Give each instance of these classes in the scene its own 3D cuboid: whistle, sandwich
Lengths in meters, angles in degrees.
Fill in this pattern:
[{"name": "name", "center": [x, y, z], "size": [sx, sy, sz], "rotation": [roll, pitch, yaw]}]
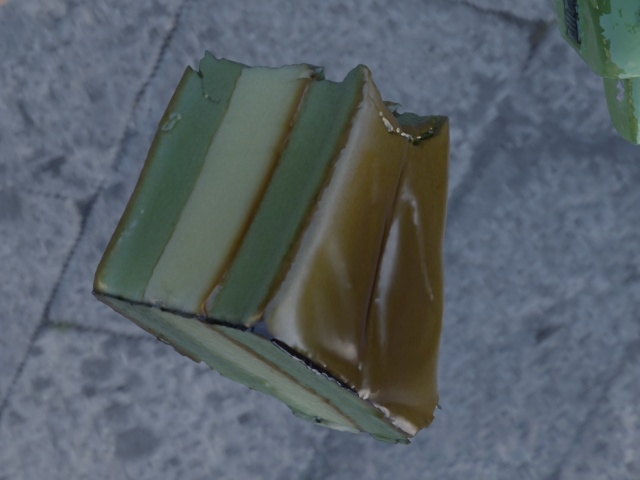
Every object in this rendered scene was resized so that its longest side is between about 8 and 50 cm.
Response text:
[{"name": "whistle", "center": [0.194, -0.155, 0.970], "size": [0.085, 0.105, 0.227], "rotation": [-21, 132, -8]}, {"name": "sandwich", "center": [0.000, 0.000, 1.012], "size": [0.227, 0.155, 0.198], "rotation": [42, 66, -53]}]
